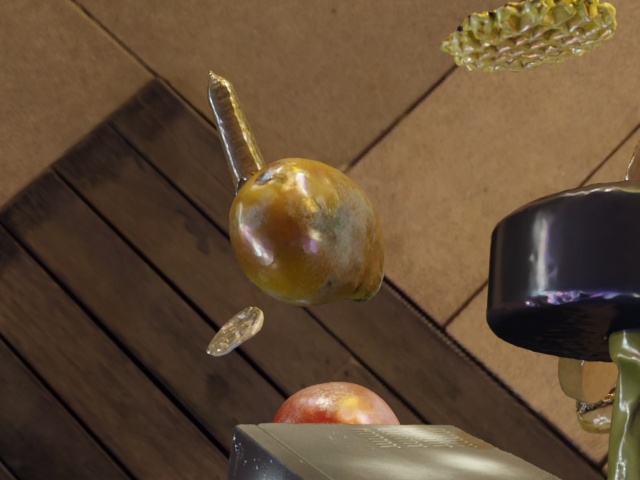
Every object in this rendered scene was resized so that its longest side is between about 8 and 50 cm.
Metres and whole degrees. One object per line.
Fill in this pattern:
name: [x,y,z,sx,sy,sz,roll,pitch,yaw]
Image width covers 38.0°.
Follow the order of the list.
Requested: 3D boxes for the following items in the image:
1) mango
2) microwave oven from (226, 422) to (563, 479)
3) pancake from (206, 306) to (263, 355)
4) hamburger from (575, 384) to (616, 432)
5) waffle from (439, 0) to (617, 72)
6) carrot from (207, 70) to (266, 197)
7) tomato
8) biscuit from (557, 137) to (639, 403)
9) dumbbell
mango: [0.000,0.000,1.262,0.146,0.316,0.193,10,78,39]
microwave oven: [0.066,0.439,0.999,0.374,0.236,0.432,7,95,-29]
pancake: [-0.169,0.182,1.846,0.139,0.139,0.022,-38,110,-10]
hamburger: [0.606,0.322,1.862,0.213,0.214,0.108,-10,72,1]
waffle: [0.389,-0.371,1.689,0.329,0.329,0.062,-5,81,3]
carrot: [-0.103,-0.092,1.361,0.070,0.070,0.342,-21,89,-4]
tomato: [0.033,0.387,1.785,0.270,0.270,0.227,13,54,10]
biscuit: [0.393,0.039,1.171,0.052,0.275,0.355,21,91,35]
dumbbell: [0.193,0.143,0.548,0.203,0.204,0.322,4,73,6]
